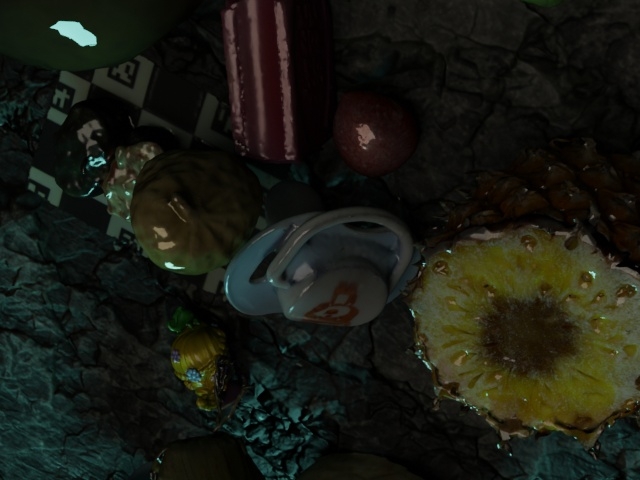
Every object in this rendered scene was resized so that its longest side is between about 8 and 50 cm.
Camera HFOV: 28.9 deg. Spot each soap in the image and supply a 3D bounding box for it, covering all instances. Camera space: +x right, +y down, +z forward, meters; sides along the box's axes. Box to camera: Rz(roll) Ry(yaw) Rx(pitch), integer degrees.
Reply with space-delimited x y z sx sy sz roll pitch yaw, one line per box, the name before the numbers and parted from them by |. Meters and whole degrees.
soap | -0.054 -0.228 1.535 0.099 0.162 0.250 5 115 22

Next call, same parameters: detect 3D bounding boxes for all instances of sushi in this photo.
sushi | -0.252 -0.084 1.722 0.373 0.100 0.296 30 121 9

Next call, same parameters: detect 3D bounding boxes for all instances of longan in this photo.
longan | -0.295 -0.397 1.440 0.436 0.404 0.404 -28 99 23

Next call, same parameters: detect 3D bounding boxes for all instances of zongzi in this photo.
zongzi | -0.164 0.421 1.786 0.418 0.181 0.447 131 124 -65

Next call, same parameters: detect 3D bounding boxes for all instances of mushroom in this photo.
mushroom | 0.049 0.431 1.766 0.253 0.189 0.195 9 115 30

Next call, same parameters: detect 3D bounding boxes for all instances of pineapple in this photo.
pineapple | 0.275 0.050 1.431 0.352 0.300 0.352 8 114 20

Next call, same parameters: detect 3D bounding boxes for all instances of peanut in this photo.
peanut | -0.151 -0.044 1.531 0.159 0.291 0.143 -10 101 -5

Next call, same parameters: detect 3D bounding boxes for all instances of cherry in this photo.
cherry | 0.098 -0.102 1.579 0.107 0.090 0.225 -35 113 17

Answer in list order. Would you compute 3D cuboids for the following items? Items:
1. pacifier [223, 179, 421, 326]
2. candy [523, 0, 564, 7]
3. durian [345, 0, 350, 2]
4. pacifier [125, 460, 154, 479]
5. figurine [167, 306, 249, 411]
pacifier | 0.000 0.000 1.614 0.227 0.279 0.207 -53 44 31
candy | 0.203 -0.419 1.354 0.132 0.142 0.343 -22 101 43
durian | -0.014 -0.464 1.451 0.132 0.106 0.375 6 110 27
pacifier | -0.285 0.493 1.938 0.299 0.244 0.233 -28 142 7
figurine | -0.176 0.175 1.797 0.095 0.115 0.156 -21 101 19
